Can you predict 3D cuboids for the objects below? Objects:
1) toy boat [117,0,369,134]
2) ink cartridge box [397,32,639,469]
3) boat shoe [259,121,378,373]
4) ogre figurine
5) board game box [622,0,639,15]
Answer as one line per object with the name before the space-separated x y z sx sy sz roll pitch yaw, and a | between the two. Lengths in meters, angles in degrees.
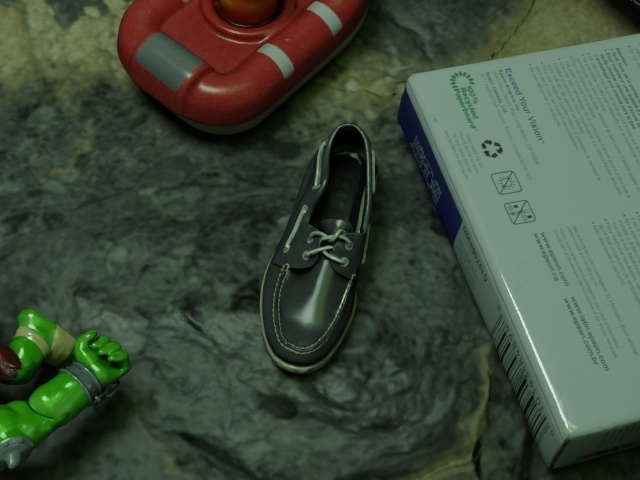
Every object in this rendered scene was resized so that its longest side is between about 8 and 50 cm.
toy boat | -0.058 -0.208 1.063 0.151 0.151 0.231 37 65 18
ink cartridge box | 0.266 -0.016 1.009 0.330 0.071 0.324 -11 60 -15
boat shoe | 0.000 0.000 0.990 0.075 0.065 0.206 13 60 5
ogre figurine | -0.247 0.094 0.909 0.197 0.097 0.118 28 50 1
board game box | 0.357 -0.203 1.074 0.165 0.042 0.243 -29 60 -25
